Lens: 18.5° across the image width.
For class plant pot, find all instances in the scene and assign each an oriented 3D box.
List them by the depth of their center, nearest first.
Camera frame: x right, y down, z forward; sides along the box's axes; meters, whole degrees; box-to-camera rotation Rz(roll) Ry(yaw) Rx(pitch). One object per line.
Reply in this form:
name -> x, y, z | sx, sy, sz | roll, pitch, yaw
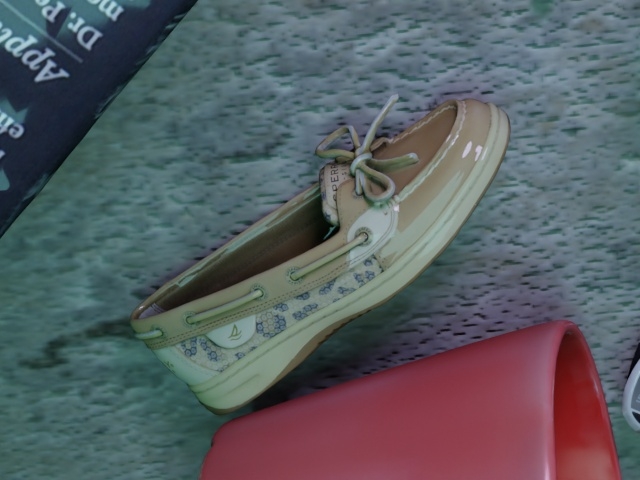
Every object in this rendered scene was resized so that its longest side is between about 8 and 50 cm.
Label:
plant pot -> 0.063, 0.197, 1.274 | 0.243, 0.275, 0.275 | -8, 113, 16

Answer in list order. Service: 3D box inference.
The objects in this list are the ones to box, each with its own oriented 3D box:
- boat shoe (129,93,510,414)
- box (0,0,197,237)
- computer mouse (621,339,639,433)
boat shoe -> 0.000, 0.000, 1.263 | 0.285, 0.104, 0.089 | -42, 109, 17
box -> -0.247, -0.167, 0.989 | 0.297, 0.480, 0.472 | 39, 108, -15
computer mouse -> 0.259, 0.045, 1.317 | 0.106, 0.042, 0.193 | 24, 105, -15
